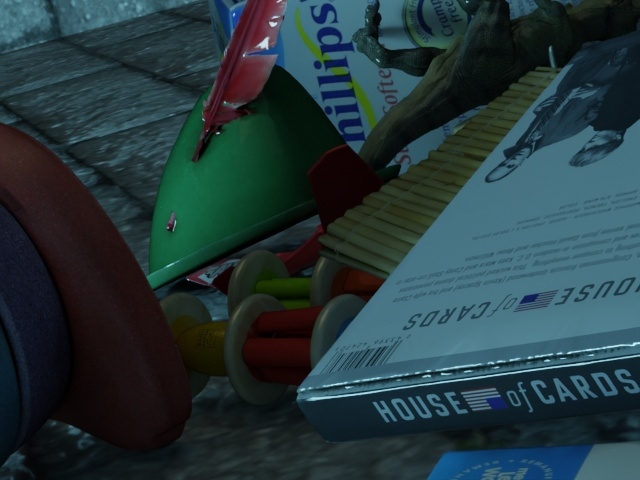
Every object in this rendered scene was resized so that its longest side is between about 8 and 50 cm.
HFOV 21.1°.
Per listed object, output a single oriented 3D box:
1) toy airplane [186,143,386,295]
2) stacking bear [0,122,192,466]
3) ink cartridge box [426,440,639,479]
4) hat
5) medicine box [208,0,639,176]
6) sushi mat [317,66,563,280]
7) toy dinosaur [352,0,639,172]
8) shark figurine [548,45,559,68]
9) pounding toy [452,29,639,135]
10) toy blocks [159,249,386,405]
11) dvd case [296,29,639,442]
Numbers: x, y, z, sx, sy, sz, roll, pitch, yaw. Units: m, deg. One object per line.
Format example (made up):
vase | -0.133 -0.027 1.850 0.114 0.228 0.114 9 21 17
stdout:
toy airplane | 0.000 0.000 0.919 0.151 0.028 0.151 -18 -25 -9
stacking bear | -0.225 0.074 0.715 0.175 0.164 0.289 1 25 45
ink cartridge box | 0.126 0.103 0.406 0.231 0.078 0.134 -7 16 23
hat | -0.061 -0.088 1.004 0.208 0.183 0.173 -25 1 7
medicine box | 0.073 -0.153 1.294 0.289 0.149 0.263 -15 14 -4
sushi mat | 0.111 -0.018 0.697 0.151 0.019 0.316 -36 19 -13
toy dinosaur | 0.090 -0.125 1.117 0.268 0.118 0.064 -34 -17 -15
shark figurine | 0.251 -0.132 1.130 0.278 0.116 0.166 -16 13 -16
pounding toy | 0.178 -0.050 0.940 0.206 0.094 0.181 -15 16 34
toy blocks | 0.009 0.039 0.812 0.148 0.054 0.123 -1 17 35
dvd case | 0.117 -0.020 0.615 0.179 0.029 0.239 -13 27 46
